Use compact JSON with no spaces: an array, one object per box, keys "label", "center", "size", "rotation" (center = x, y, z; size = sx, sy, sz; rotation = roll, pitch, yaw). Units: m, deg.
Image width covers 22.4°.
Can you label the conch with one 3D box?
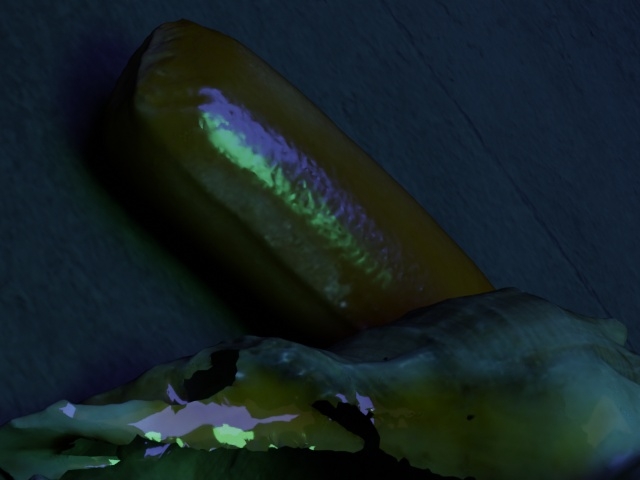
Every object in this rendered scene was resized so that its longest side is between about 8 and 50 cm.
[{"label":"conch","center":[0.032,0.132,0.683],"size":[0.324,0.263,0.186],"rotation":[-10,98,-15]}]

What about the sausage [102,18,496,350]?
[{"label":"sausage","center":[0.000,0.000,0.837],"size":[0.274,0.105,0.105],"rotation":[43,37,-22]}]
